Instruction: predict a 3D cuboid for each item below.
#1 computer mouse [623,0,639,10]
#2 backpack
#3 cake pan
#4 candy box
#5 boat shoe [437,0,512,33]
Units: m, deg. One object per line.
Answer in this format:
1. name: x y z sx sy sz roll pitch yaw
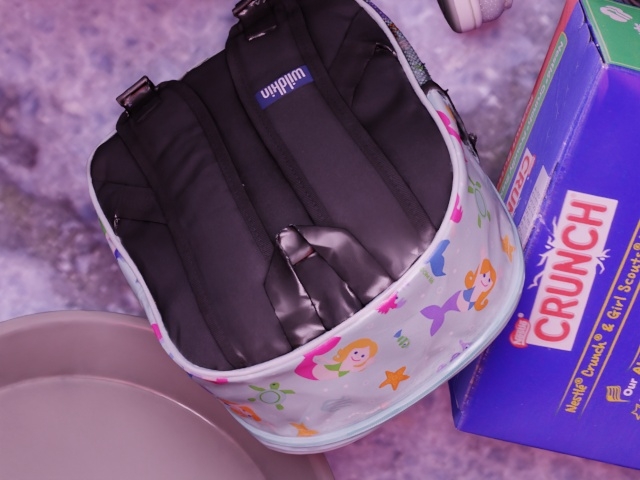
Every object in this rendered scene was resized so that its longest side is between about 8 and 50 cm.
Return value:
1. computer mouse: 0.278 -0.219 1.128 0.071 0.041 0.242 37 113 -24
2. backpack: 0.000 0.000 1.106 0.225 0.253 0.191 -35 130 4
3. cake pan: -0.130 0.172 1.149 0.293 0.293 0.054 14 135 -12
4. candy box: 0.266 0.017 1.198 0.317 0.122 0.268 13 117 -12
5. boat shoe: 0.101 -0.281 1.094 0.103 0.118 0.320 -2 103 -2
